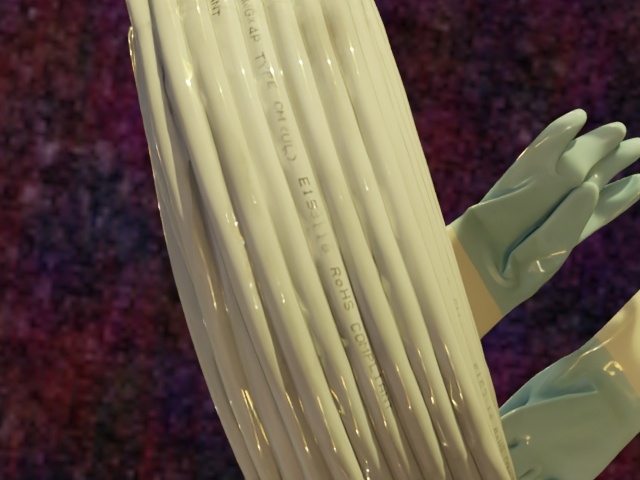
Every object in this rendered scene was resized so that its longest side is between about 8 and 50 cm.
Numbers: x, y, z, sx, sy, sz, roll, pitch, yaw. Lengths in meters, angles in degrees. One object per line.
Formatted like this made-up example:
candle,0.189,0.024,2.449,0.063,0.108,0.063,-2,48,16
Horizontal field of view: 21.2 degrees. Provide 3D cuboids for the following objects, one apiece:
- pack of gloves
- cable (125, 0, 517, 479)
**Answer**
pack of gloves,0.129,0.048,1.021,0.195,0.232,0.046,57,163,-18
cable,0.000,0.000,0.612,0.257,0.089,0.257,71,-177,-51
